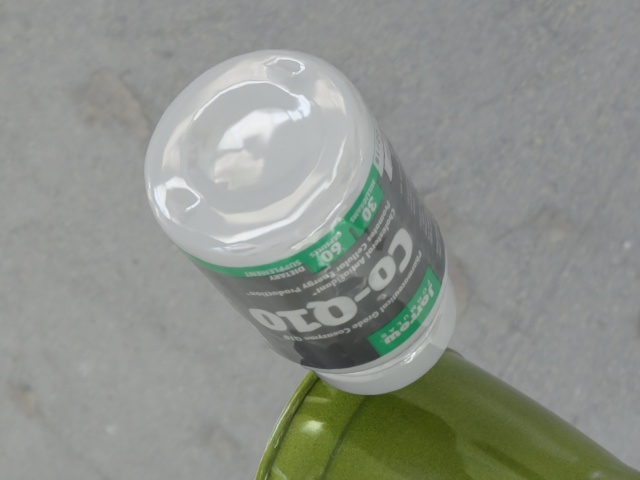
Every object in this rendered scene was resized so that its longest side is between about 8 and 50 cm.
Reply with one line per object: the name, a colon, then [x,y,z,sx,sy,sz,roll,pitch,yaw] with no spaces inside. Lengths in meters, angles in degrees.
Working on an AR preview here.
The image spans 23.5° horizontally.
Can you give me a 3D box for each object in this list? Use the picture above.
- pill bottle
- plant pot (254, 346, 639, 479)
pill bottle: [0.000,0.000,1.414,0.204,0.204,0.361,4,156,23]
plant pot: [0.171,0.308,1.654,0.353,0.366,0.366,17,125,35]
